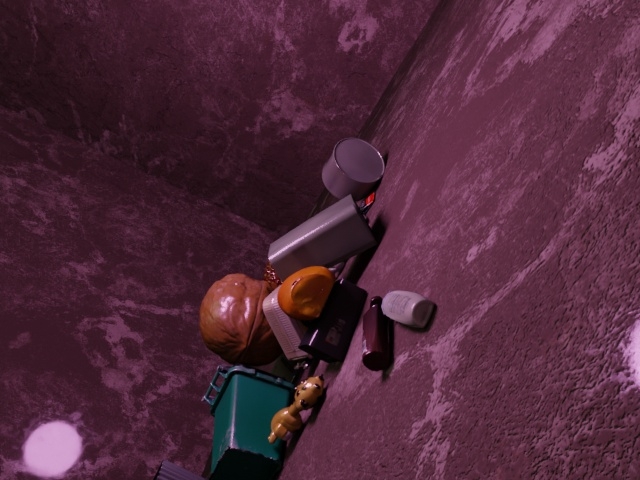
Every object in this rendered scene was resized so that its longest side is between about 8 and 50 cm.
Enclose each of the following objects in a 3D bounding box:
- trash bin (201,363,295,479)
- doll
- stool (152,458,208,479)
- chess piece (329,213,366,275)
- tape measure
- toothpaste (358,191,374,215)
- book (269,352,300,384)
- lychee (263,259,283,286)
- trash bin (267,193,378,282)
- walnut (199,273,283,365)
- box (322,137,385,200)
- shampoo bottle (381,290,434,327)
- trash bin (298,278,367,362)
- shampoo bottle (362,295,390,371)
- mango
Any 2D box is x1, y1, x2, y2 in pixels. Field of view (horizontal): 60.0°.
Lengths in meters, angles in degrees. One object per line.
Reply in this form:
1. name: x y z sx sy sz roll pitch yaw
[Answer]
1. trash bin: -0.254 0.625 1.866 0.381 0.295 0.259 -95 30 -64
2. doll: -0.074 0.512 1.670 0.291 0.086 0.117 -56 -9 27
3. stool: -0.464 0.973 1.948 0.297 0.330 0.297 -62 9 17
4. chess piece: 0.078 0.018 2.153 0.139 0.139 0.272 -89 15 -72
5. tape measure: -0.074 0.279 1.941 0.133 0.271 0.231 -22 9 32
6. toothpaste: 0.163 -0.115 2.245 0.193 0.045 0.071 -53 14 34
7. book: -0.104 0.445 2.177 0.283 0.025 0.215 -65 23 -3
8. lychee: -0.111 0.180 2.343 0.275 0.304 0.276 -27 0 0
9. trash bin: 0.000 0.000 1.896 0.343 0.158 0.223 -27 14 6
10. walnut: -0.278 0.302 2.081 0.398 0.353 0.308 -100 24 -72
11. box: 0.132 -0.290 2.291 0.149 0.226 0.226 -54 13 53
12. shampoo bottle: 0.187 0.147 1.221 0.212 0.049 0.072 -179 111 -81
13. trash bin: 0.042 0.245 1.685 0.226 0.115 0.165 -63 6 -19
14. shampoo bottle: 0.133 0.213 1.322 0.068 0.067 0.236 -50 14 27
15. mango: -0.051 0.158 1.708 0.187 0.138 0.257 -49 7 -15
